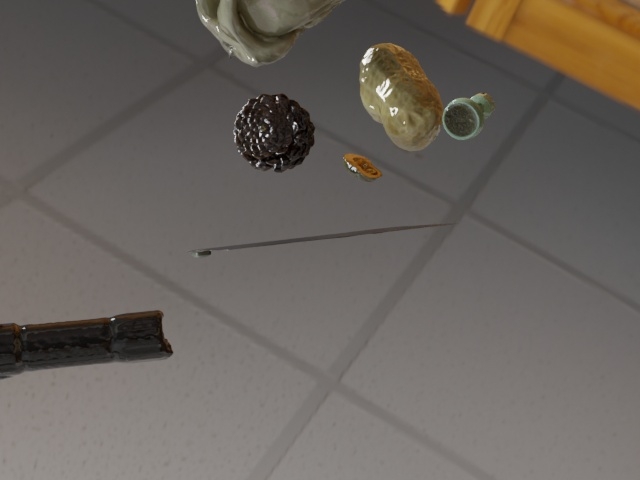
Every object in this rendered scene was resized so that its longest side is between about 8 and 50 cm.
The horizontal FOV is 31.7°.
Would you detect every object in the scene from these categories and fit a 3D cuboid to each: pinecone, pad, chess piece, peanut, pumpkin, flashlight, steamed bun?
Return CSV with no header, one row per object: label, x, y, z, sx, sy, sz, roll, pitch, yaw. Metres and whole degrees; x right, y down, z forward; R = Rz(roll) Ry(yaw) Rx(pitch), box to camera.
pinecone,-0.087,-0.211,2.270,0.163,0.163,0.165,33,-178,12
pad,0.000,-0.001,1.229,0.265,0.159,0.009,-7,-89,-22
chess piece,0.244,-0.205,1.806,0.067,0.067,0.103,34,-146,14
peanut,0.170,-0.300,2.378,0.152,0.152,0.313,1,-142,-25
pumpkin,0.069,-0.118,1.918,0.050,0.028,0.083,-3,-149,-36
flashlight,-0.434,0.163,1.676,0.424,0.103,0.103,-4,-136,-11
steamed bun,-0.115,-0.539,2.280,0.255,0.342,0.368,42,-179,-30
